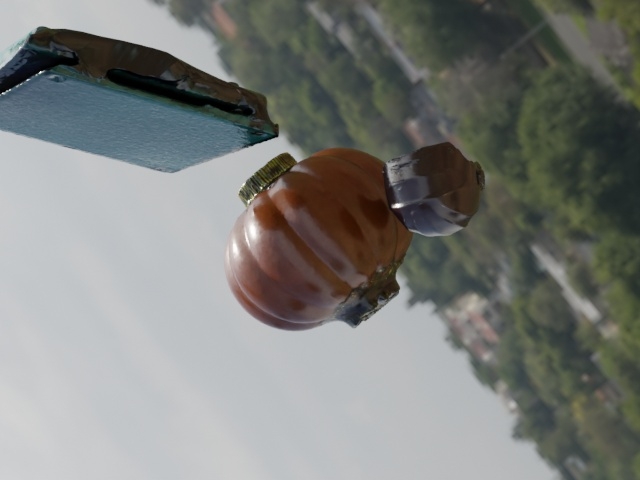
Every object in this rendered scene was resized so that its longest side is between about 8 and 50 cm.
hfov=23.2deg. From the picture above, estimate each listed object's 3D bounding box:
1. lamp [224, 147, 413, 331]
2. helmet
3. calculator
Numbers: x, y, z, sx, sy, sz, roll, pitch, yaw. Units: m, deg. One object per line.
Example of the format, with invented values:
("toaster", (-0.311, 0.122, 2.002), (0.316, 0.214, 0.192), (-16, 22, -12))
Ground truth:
("lamp", (0.000, 0.000, 1.679), (0.196, 0.223, 0.223), (49, -178, 6))
("helmet", (0.116, -0.041, 1.564), (0.123, 0.098, 0.070), (40, -140, -47))
("calculator", (-0.205, -0.138, 1.550), (0.274, 0.058, 0.248), (14, 165, -29))
